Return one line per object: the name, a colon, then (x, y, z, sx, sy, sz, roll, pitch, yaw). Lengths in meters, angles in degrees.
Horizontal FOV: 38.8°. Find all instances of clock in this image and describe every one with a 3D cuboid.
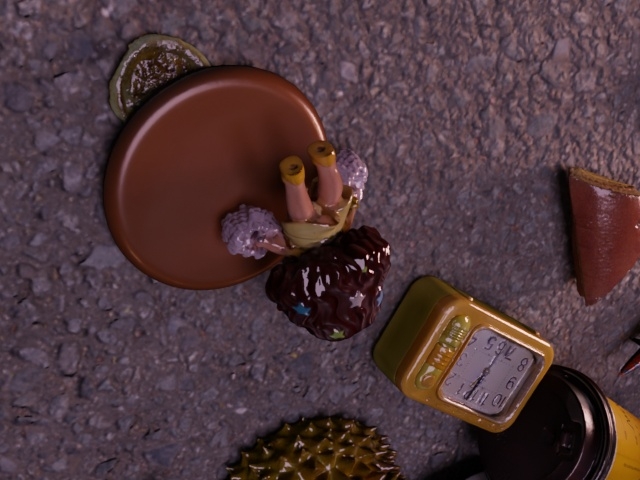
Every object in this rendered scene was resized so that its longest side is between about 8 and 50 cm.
clock: (0.180, 0.144, 1.132, 0.202, 0.096, 0.143, 26, 96, -33)

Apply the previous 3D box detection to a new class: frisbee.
frisbee: (-0.100, -0.058, 0.939, 0.250, 0.021, 0.251, -14, 122, -24)

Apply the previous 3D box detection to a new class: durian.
durian: (0.013, 0.303, 1.117, 0.260, 0.153, 0.187, -14, 93, -29)

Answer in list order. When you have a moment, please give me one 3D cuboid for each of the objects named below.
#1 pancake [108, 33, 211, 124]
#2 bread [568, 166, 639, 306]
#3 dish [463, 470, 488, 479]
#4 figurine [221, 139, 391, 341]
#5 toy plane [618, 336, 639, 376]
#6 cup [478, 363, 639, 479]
pancake: (-0.154, -0.148, 0.884, 0.108, 0.017, 0.108, -10, 115, -22)
bread: (0.373, -0.020, 1.167, 0.119, 0.067, 0.192, -25, 121, -14)
dish: (0.228, 0.464, 1.233, 0.273, 0.133, 0.274, -20, 124, -34)
figurine: (0.001, 0.002, 0.943, 0.174, 0.116, 0.240, -27, 126, -16)
toy plane: (0.490, 0.127, 1.297, 0.189, 0.061, 0.130, -35, 123, -3)
cup: (0.353, 0.284, 1.234, 0.279, 0.196, 0.196, 24, 100, -41)
